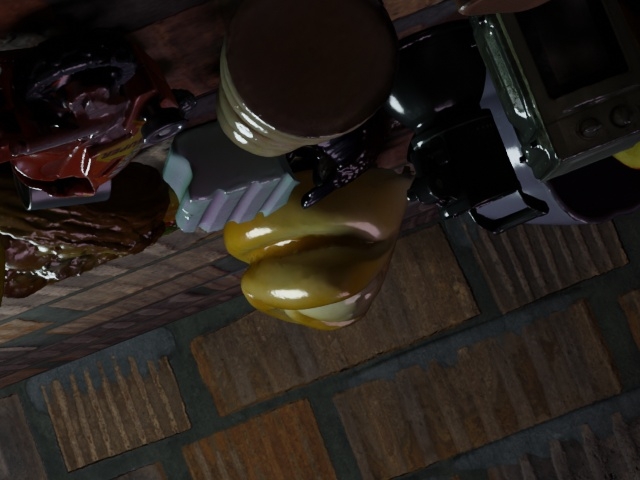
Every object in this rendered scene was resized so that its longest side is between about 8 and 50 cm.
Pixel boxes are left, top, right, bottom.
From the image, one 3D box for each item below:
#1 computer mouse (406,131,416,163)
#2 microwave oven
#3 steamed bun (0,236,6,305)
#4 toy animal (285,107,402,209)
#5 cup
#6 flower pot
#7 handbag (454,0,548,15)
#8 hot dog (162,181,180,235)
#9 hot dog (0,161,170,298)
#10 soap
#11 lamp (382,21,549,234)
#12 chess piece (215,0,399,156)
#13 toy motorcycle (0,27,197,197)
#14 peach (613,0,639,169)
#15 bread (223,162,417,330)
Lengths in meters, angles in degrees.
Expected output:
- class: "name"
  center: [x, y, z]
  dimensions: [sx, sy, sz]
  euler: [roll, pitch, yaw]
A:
- class: "computer mouse"
  center: [0.195, -0.172, 1.878]
  dimensions: [0.172, 0.057, 0.099]
  euler: [-32, 175, -14]
- class: "microwave oven"
  center: [0.237, -0.177, 1.253]
  dimensions: [0.129, 0.205, 0.163]
  euler: [-21, 173, -3]
- class: "steamed bun"
  center: [-0.395, 0.078, 0.872]
  dimensions: [0.334, 0.334, 0.374]
  euler: [-17, 178, -35]
- class: "toy animal"
  center: [0.043, -0.118, 1.523]
  dimensions: [0.179, 0.116, 0.218]
  euler: [-20, 167, -7]
- class: "cup"
  center: [-0.251, -0.072, 1.182]
  dimensions: [0.077, 0.078, 0.100]
  euler: [-13, -158, -23]
- class: "flower pot"
  center: [0.265, -0.135, 1.601]
  dimensions: [0.265, 0.265, 0.243]
  euler: [-17, -178, -37]
- class: "handbag"
  center: [0.206, -0.261, 1.040]
  dimensions: [0.193, 0.072, 0.151]
  euler: [-29, 170, 40]
- class: "hot dog"
  center: [-0.233, -0.032, 1.603]
  dimensions: [0.236, 0.062, 0.092]
  euler: [-18, 170, -32]
- class: "hot dog"
  center: [-0.280, -0.016, 1.316]
  dimensions: [0.196, 0.122, 0.272]
  euler: [-24, 175, 27]
- class: "soap"
  center: [-0.111, -0.078, 1.491]
  dimensions: [0.145, 0.091, 0.230]
  euler: [-16, 174, -15]
- class: "lamp"
  center: [0.147, -0.112, 1.397]
  dimensions: [0.147, 0.227, 0.172]
  euler: [-26, 173, 38]
- class: "chess piece"
  center: [-0.028, -0.135, 1.103]
  dimensions: [0.143, 0.142, 0.261]
  euler: [-20, 178, -12]
- class: "toy motorcycle"
  center: [-0.194, -0.099, 1.008]
  dimensions: [0.171, 0.089, 0.298]
  euler: [-21, 174, 6]
- class: "peach"
  center: [0.384, -0.218, 1.365]
  dimensions: [0.245, 0.249, 0.274]
  euler: [-53, 161, -9]
- class: "bread"
  center: [0.024, 0.010, 1.982]
  dimensions: [0.329, 0.245, 0.424]
  euler: [-21, 171, -6]
